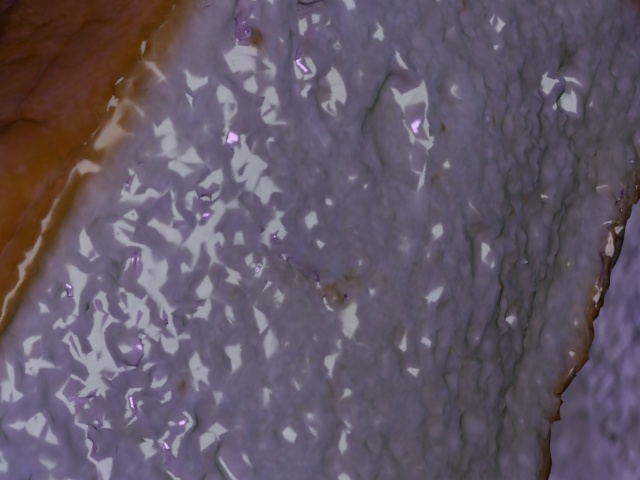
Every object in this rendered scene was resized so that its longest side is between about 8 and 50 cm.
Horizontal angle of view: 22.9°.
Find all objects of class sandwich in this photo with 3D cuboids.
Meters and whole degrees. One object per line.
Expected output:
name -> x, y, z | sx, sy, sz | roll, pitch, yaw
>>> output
sandwich -> 0.001, 0.000, 0.431 | 0.226, 0.087, 0.251 | 36, 65, -34
